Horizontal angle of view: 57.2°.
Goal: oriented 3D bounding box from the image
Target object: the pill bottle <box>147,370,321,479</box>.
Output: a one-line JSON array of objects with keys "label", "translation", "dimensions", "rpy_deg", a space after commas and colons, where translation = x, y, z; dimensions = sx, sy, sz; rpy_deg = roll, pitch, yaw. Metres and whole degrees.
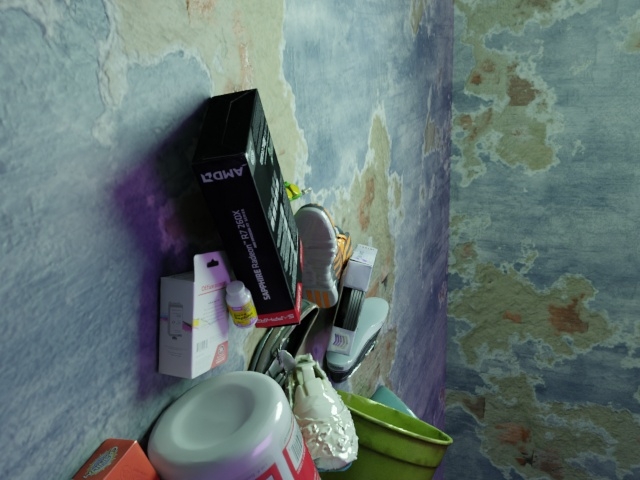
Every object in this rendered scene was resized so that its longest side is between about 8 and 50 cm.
[{"label": "pill bottle", "translation": [-0.107, 0.444, 0.990], "dimensions": [0.229, 0.229, 0.407], "rpy_deg": [-53, 131, -52]}]

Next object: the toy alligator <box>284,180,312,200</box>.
[{"label": "toy alligator", "translation": [-0.076, -0.105, 1.265], "dimensions": [0.051, 0.056, 0.190], "rpy_deg": [51, 29, 1]}]

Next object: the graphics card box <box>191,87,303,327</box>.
[{"label": "graphics card box", "translation": [-0.113, -0.050, 1.042], "dimensions": [0.232, 0.094, 0.370], "rpy_deg": [-90, 170, -50]}]

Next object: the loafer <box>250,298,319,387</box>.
[{"label": "loafer", "translation": [-0.079, 0.237, 1.278], "dimensions": [0.096, 0.084, 0.267], "rpy_deg": [68, 35, -49]}]

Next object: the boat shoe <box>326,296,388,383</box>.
[{"label": "boat shoe", "translation": [0.114, 0.291, 1.721], "dimensions": [0.306, 0.113, 0.104], "rpy_deg": [-55, 150, -46]}]

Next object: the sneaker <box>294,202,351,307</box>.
[{"label": "sneaker", "translation": [0.000, 0.000, 1.405], "dimensions": [0.321, 0.125, 0.180], "rpy_deg": [87, 17, -46]}]

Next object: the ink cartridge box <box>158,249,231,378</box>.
[{"label": "ink cartridge box", "translation": [-0.206, 0.114, 0.971], "dimensions": [0.115, 0.067, 0.198], "rpy_deg": [-10, 105, -69]}]

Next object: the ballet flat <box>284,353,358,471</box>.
[{"label": "ballet flat", "translation": [-0.023, 0.339, 1.237], "dimensions": [0.409, 0.147, 0.146], "rpy_deg": [-153, -114, -78]}]

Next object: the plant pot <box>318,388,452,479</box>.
[{"label": "plant pot", "translation": [0.113, 0.623, 1.546], "dimensions": [0.352, 0.367, 0.366], "rpy_deg": [-69, 155, -6]}]

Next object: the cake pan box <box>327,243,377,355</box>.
[{"label": "cake pan box", "translation": [0.086, 0.147, 1.546], "dimensions": [0.267, 0.070, 0.245], "rpy_deg": [-43, 145, -79]}]

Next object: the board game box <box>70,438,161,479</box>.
[{"label": "board game box", "translation": [-0.273, 0.473, 0.794], "dimensions": [0.242, 0.064, 0.316], "rpy_deg": [-53, 127, -52]}]

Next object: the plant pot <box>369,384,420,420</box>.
[{"label": "plant pot", "translation": [0.229, 0.650, 1.919], "dimensions": [0.195, 0.290, 0.290], "rpy_deg": [-41, 143, -11]}]

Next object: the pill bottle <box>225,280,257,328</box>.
[{"label": "pill bottle", "translation": [-0.136, 0.108, 0.998], "dimensions": [0.043, 0.044, 0.083], "rpy_deg": [-62, 151, -43]}]
